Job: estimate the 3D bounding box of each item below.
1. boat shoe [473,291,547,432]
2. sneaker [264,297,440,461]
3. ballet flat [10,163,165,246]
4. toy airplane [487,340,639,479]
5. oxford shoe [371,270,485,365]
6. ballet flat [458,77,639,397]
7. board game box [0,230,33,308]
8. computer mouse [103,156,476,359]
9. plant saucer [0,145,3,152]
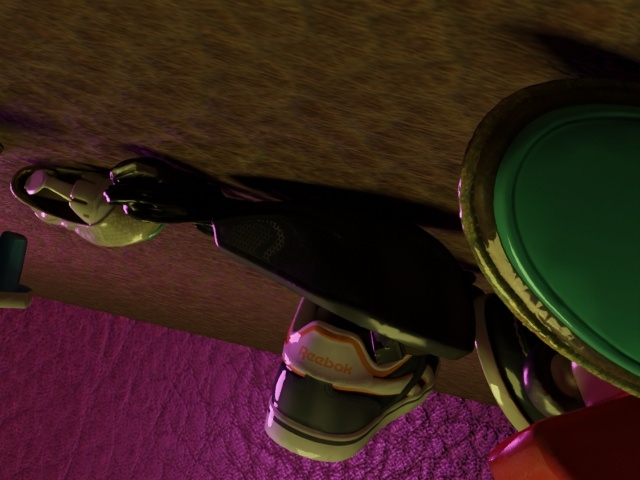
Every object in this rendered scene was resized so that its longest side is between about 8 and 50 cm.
[{"bbox_3d":[0.229,0.105,1.434,0.113,0.127,0.340,-21,148,24],"label":"boat shoe"},{"bbox_3d":[0.048,0.091,1.714,0.126,0.127,0.321,19,-161,10],"label":"sneaker"},{"bbox_3d":[-0.185,-0.030,1.435,0.168,0.057,0.052,7,160,48],"label":"ballet flat"},{"bbox_3d":[0.329,0.200,1.253,0.384,0.272,0.386,-7,153,13],"label":"toy airplane"},{"bbox_3d":[0.080,0.040,1.414,0.096,0.083,0.227,-8,170,2],"label":"oxford shoe"},{"bbox_3d":[0.190,0.016,0.788,0.348,0.123,0.123,18,173,-23],"label":"ballet flat"},{"bbox_3d":[-0.453,-0.033,1.261,0.390,0.050,0.390,5,-170,-43],"label":"board game box"},{"bbox_3d":[0.000,0.000,1.252,0.272,0.072,0.188,25,-177,39],"label":"computer mouse"},{"bbox_3d":[-0.345,-0.082,1.428,0.198,0.036,0.198,15,174,2],"label":"plant saucer"}]
